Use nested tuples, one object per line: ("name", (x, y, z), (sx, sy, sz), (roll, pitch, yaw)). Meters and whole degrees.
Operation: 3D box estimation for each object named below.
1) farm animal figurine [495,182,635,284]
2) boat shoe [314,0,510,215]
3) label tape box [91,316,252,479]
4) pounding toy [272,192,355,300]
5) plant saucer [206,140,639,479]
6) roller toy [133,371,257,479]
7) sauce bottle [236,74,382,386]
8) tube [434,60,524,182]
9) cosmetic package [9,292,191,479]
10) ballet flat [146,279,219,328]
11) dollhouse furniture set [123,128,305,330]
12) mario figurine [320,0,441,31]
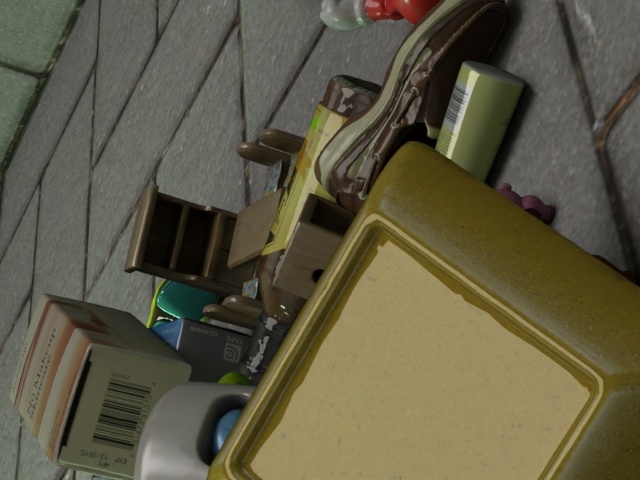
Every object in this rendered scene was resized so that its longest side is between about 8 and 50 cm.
("farm animal figurine", (0.090, 0.095, 1.379), (0.330, 0.172, 0.327), (5, 79, 70))
("boat shoe", (0.106, -0.124, 1.638), (0.257, 0.095, 0.095), (-53, 51, 18))
("label tape box", (-0.200, 0.276, 2.092), (0.240, 0.105, 0.334), (-18, 58, 65))
("pounding toy", (0.029, 0.039, 1.664), (0.130, 0.141, 0.100), (-71, 4, -73))
("plant saucer", (0.078, 0.137, 1.211), (0.333, 0.081, 0.333), (37, 103, 33))
("roller toy", (-0.085, 0.241, 1.685), (0.191, 0.146, 0.209), (-1, -87, -70))
("sauce bottle", (0.000, 0.000, 1.781), (0.344, 0.111, 0.111), (-68, 21, 10))
("tube", (0.123, -0.046, 1.584), (0.062, 0.070, 0.240), (31, 110, 37))
("cosmetic package", (-0.268, 0.170, 2.015), (0.296, 0.129, 0.153), (22, 96, 69))
("ballet flat", (-0.189, 0.090, 2.273), (0.231, 0.077, 0.077), (-60, 7, 37))
("dollhouse furniture set", (-0.113, -0.011, 2.012), (0.242, 0.161, 0.212), (-24, 52, 64))
("mario figurine", (0.070, -0.318, 1.753), (0.320, 0.170, 0.198), (-113, 9, -71))
